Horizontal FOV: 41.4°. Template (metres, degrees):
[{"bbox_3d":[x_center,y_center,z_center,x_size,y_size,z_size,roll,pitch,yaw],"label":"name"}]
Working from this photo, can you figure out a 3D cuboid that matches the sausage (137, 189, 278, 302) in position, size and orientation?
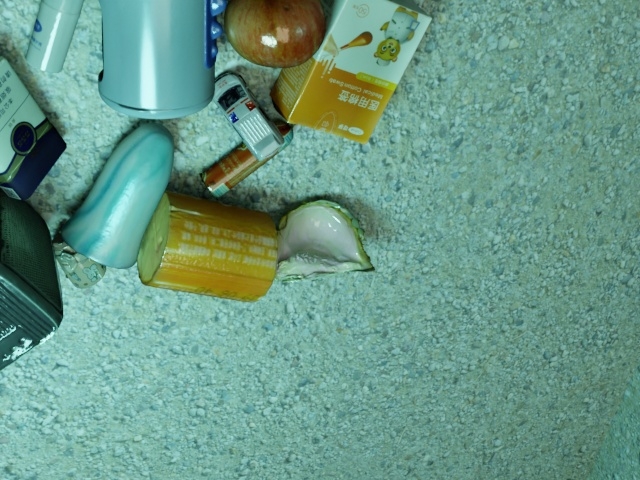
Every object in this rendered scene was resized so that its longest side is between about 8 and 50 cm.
[{"bbox_3d":[-0.269,0.019,2.023,0.287,0.233,0.233,13,118,-28],"label":"sausage"}]

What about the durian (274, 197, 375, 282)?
[{"bbox_3d":[-0.011,-0.009,2.170,0.305,0.185,0.195,-4,100,-12],"label":"durian"}]

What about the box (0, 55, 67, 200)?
[{"bbox_3d":[-0.635,-0.223,1.712,0.168,0.071,0.259,-64,149,-29],"label":"box"}]

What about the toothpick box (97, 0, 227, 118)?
[{"bbox_3d":[-0.309,-0.439,1.651,0.263,0.263,0.354,-7,126,-18],"label":"toothpick box"}]

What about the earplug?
[{"bbox_3d":[-0.431,-0.118,1.896,0.185,0.185,0.324,19,110,-33],"label":"earplug"}]

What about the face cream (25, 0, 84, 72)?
[{"bbox_3d":[-0.510,-0.457,1.661,0.077,0.077,0.250,12,119,-30],"label":"face cream"}]

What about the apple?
[{"bbox_3d":[-0.096,-0.455,1.755,0.210,0.209,0.164,-19,133,-9],"label":"apple"}]

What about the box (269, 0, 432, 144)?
[{"bbox_3d":[0.061,-0.405,1.904,0.225,0.143,0.341,13,120,-30],"label":"box"}]

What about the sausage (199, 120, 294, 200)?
[{"bbox_3d":[-0.161,-0.202,2.005,0.264,0.083,0.083,-36,130,4],"label":"sausage"}]

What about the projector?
[{"bbox_3d":[-0.764,0.100,1.752,0.395,0.405,0.242,-32,131,2],"label":"projector"}]

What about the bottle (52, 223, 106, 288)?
[{"bbox_3d":[-0.578,0.035,1.989,0.099,0.099,0.152,-26,130,-3],"label":"bottle"}]

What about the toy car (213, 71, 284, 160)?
[{"bbox_3d":[-0.167,-0.278,1.891,0.089,0.108,0.209,-34,106,5],"label":"toy car"}]
